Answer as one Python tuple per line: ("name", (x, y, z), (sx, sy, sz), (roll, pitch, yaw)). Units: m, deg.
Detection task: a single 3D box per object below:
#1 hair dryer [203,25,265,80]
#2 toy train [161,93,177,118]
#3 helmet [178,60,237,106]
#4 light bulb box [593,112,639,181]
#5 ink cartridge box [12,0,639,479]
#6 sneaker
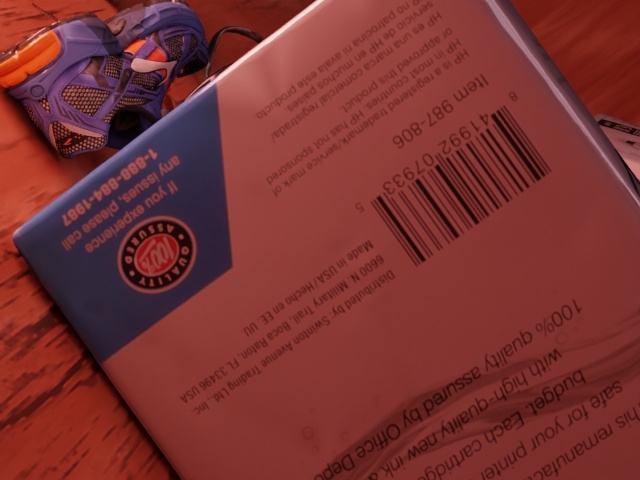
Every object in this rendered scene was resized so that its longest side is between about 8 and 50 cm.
("hair dryer", (0.030, -0.063, 1.502), (0.080, 0.223, 0.293), (85, -8, -65))
("toy train", (-0.104, -0.083, 1.274), (0.166, 0.046, 0.125), (52, 14, -8))
("helmet", (-0.019, -0.025, 1.160), (0.169, 0.169, 0.161), (-109, 173, -52))
("light bulb box", (0.382, 0.047, 1.661), (0.361, 0.225, 0.358), (19, 12, 11))
("ink cartridge box", (0.071, 0.068, 0.973), (0.395, 0.285, 0.166), (55, 13, 1))
("sneaker", (-0.135, -0.101, 1.151), (0.221, 0.083, 0.087), (-29, 95, -62))
